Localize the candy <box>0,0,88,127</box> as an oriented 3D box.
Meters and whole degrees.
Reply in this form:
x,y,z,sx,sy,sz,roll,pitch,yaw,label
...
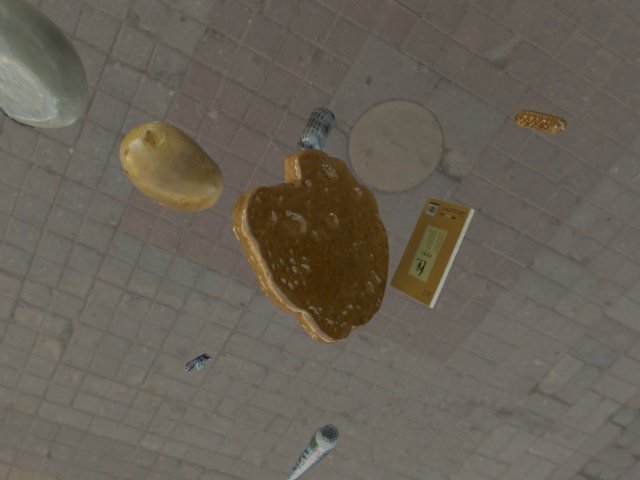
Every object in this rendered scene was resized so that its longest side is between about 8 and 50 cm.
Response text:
x,y,z,sx,sy,sz,roll,pitch,yaw,label
-0.718,-0.466,1.383,0.186,0.427,0.386,-34,117,4,candy

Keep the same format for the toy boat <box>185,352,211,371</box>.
x,y,z,sx,sy,sz,roll,pitch,yaw,label
-0.335,0.339,1.555,0.083,0.038,0.038,-31,117,10,toy boat

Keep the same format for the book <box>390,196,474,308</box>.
x,y,z,sx,sy,sz,roll,pitch,yaw,label
0.184,0.015,0.949,0.012,0.118,0.172,21,94,-29,book

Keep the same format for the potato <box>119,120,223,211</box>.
x,y,z,sx,sy,sz,roll,pitch,yaw,label
-0.314,-0.144,1.194,0.150,0.146,0.234,0,143,51,potato

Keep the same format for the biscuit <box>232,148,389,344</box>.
x,y,z,sx,sy,sz,roll,pitch,yaw,label
0.000,0.000,1.015,0.057,0.312,0.351,-11,135,46,biscuit

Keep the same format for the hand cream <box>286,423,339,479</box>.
x,y,z,sx,sy,sz,roll,pitch,yaw,label
-0.020,0.520,1.357,0.055,0.088,0.256,41,133,18,hand cream

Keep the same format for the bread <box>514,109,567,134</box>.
x,y,z,sx,sy,sz,roll,pitch,yaw,label
0.606,-0.327,1.560,0.052,0.157,0.044,-51,128,-4,bread

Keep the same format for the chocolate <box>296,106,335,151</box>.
x,y,z,sx,sy,sz,roll,pitch,yaw,label
-0.010,-0.264,1.373,0.072,0.167,0.072,12,140,10,chocolate
